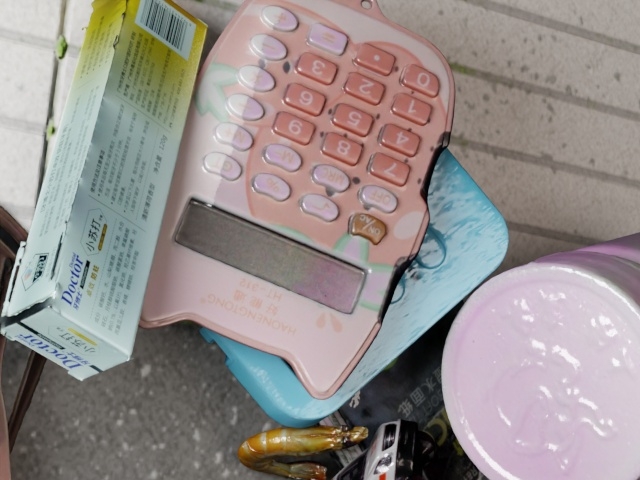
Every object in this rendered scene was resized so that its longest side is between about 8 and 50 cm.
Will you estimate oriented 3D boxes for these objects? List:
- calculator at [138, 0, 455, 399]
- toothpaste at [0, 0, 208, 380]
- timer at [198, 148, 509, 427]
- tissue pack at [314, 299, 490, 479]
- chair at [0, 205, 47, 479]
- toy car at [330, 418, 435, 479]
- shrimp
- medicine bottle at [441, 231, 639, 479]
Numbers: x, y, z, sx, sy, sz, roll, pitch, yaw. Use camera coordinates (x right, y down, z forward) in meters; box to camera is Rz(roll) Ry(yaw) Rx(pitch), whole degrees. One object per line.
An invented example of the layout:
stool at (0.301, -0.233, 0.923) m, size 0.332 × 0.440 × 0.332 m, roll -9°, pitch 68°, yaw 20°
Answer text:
calculator at (-0.015, -0.051, 1.498) m, size 0.220 × 0.048 × 0.330 m, roll 23°, pitch 76°, yaw -6°
toothpaste at (-0.157, -0.053, 1.410) m, size 0.089 × 0.071 × 0.313 m, roll 35°, pitch 49°, yaw -33°
timer at (0.000, 0.000, 1.539) m, size 0.250 × 0.091 × 0.232 m, roll -41°, pitch 93°, yaw -26°
tissue pack at (0.082, 0.148, 1.652) m, size 0.173 × 0.073 × 0.235 m, roll -40°, pitch 112°, yaw -31°
chair at (-0.300, 0.119, 1.338) m, size 0.175 × 0.183 × 0.326 m, roll 48°, pitch 19°, yaw -26°
toy car at (0.039, 0.245, 1.565) m, size 0.089 × 0.108 × 0.210 m, roll -72°, pitch 164°, yaw -62°
shrimp at (-0.006, 0.175, 1.557) m, size 0.091 × 0.127 × 0.025 m, roll 36°, pitch 48°, yaw -45°
medicine bottle at (0.269, 0.102, 1.650) m, size 0.325 × 0.212 × 0.212 m, roll -11°, pitch 97°, yaw -59°
